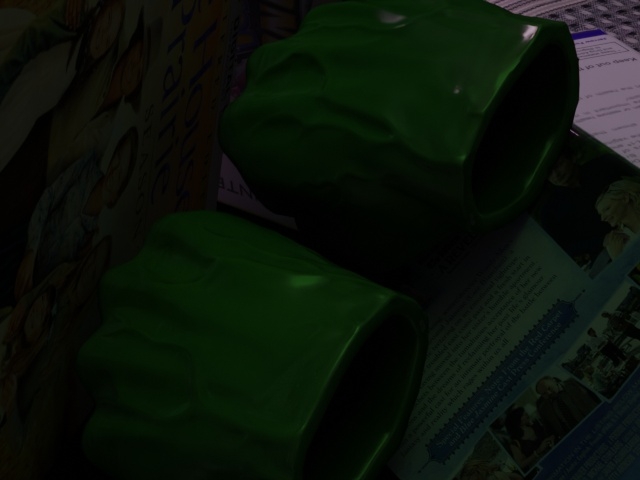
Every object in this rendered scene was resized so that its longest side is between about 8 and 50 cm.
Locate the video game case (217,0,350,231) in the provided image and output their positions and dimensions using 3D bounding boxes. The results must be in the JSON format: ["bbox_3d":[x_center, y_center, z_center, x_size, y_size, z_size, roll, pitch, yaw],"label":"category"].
[{"bbox_3d":[-0.072,-0.146,1.033,0.248,0.274,0.035,21,40,33],"label":"video game case"}]

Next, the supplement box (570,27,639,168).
[{"bbox_3d":[0.153,-0.011,0.962,0.114,0.111,0.220,-13,31,-24],"label":"supplement box"}]

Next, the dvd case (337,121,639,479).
[{"bbox_3d":[0.092,0.045,0.833,0.180,0.022,0.253,-48,39,1],"label":"dvd case"}]

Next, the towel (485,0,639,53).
[{"bbox_3d":[0.271,-0.145,1.276,0.324,0.056,0.312,-22,35,-37],"label":"towel"}]

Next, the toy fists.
[{"bbox_3d":[0.000,0.000,0.852,0.142,0.096,0.279,18,66,32],"label":"toy fists"}]

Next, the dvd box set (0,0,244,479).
[{"bbox_3d":[-0.125,-0.037,0.798,0.062,0.307,0.420,14,30,10],"label":"dvd box set"}]
